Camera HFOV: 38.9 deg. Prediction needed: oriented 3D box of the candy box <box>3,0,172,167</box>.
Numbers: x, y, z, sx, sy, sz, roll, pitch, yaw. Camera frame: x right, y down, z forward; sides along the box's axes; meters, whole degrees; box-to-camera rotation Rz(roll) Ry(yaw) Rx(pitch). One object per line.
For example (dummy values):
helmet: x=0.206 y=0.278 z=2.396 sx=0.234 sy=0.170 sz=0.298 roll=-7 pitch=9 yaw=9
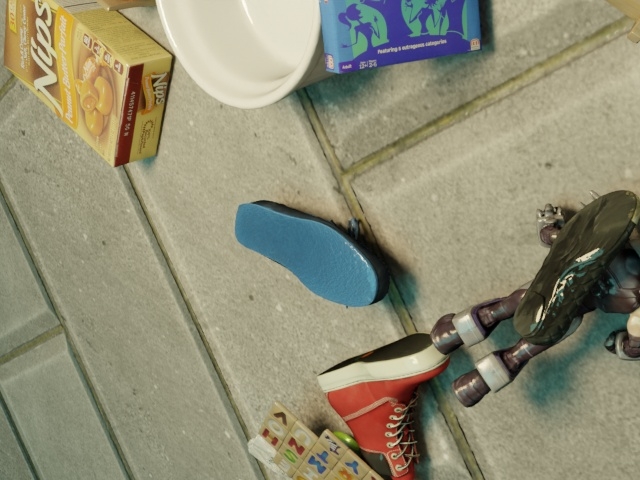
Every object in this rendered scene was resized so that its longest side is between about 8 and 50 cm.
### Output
candy box: x=-0.368 y=-0.277 z=1.399 sx=0.316 sy=0.088 sz=0.183 roll=40 pitch=132 yaw=26

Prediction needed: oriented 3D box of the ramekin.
ramekin: x=-0.058 y=-0.300 z=1.043 sx=0.277 sy=0.135 sz=0.277 roll=20 pitch=120 yaw=39

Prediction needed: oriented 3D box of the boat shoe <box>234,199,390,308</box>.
boat shoe: x=0.000 y=0.000 z=1.159 sx=0.258 sy=0.089 sz=0.109 roll=34 pitch=116 yaw=37

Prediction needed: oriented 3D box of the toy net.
toy net: x=-0.016 y=0.334 z=1.356 sx=0.232 sy=0.045 sz=0.122 roll=0 pitch=123 yaw=48

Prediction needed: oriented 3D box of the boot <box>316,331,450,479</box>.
boot: x=0.108 y=0.219 z=1.147 sx=0.244 sy=0.088 sz=0.176 roll=-32 pitch=84 yaw=56

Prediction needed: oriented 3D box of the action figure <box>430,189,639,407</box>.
action figure: x=0.246 y=0.061 z=0.929 sx=0.285 sy=0.099 sz=0.185 roll=-35 pitch=75 yaw=32

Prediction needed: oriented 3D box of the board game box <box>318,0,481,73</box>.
board game box: x=0.073 y=-0.283 z=0.900 sx=0.047 sy=0.160 sz=0.210 roll=-141 pitch=41 yaw=-67

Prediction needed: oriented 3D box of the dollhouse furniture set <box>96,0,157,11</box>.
dollhouse furniture set: x=-0.309 y=-0.477 z=1.216 sx=0.259 sy=0.135 sz=0.262 roll=43 pitch=133 yaw=23

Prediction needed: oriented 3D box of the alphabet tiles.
alphabet tiles: x=0.012 y=0.327 z=1.269 sx=0.237 sy=0.009 sz=0.198 roll=40 pitch=146 yaw=11

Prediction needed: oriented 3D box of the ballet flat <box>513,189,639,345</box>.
ballet flat: x=0.243 y=0.025 z=0.854 sx=0.173 sy=0.049 sz=0.057 roll=-57 pitch=42 yaw=19

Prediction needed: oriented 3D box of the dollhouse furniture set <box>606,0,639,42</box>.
dollhouse furniture set: x=0.309 y=-0.290 z=0.740 sx=0.303 sy=0.173 sz=0.355 roll=35 pitch=163 yaw=-2
